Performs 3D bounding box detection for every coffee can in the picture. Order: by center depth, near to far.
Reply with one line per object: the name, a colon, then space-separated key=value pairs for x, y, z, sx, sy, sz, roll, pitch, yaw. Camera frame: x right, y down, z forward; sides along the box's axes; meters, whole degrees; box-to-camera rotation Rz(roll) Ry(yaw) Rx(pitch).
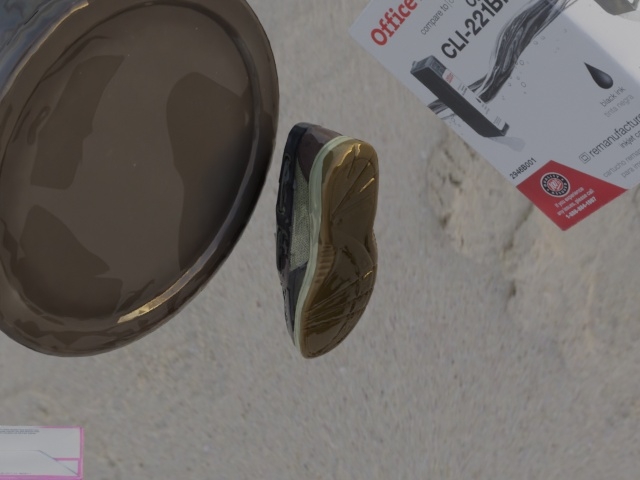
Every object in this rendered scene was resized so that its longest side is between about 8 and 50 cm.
coffee can: x=-0.190 y=-0.084 z=0.636 sx=0.275 sy=0.201 sz=0.201 roll=26 pitch=76 yaw=32

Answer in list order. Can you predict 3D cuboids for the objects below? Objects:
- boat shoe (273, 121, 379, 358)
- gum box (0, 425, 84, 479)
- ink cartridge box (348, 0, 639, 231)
boat shoe: x=0.000 y=0.000 z=0.649 sx=0.056 sy=0.152 sz=0.049 roll=-22 pitch=47 yaw=-34
gum box: x=-0.269 y=0.194 z=0.837 sx=0.188 sy=0.062 sz=0.107 roll=3 pitch=117 yaw=-12
ink cartridge box: x=0.184 y=-0.166 z=0.980 sx=0.273 sy=0.197 sz=0.114 roll=43 pitch=59 yaw=-2
